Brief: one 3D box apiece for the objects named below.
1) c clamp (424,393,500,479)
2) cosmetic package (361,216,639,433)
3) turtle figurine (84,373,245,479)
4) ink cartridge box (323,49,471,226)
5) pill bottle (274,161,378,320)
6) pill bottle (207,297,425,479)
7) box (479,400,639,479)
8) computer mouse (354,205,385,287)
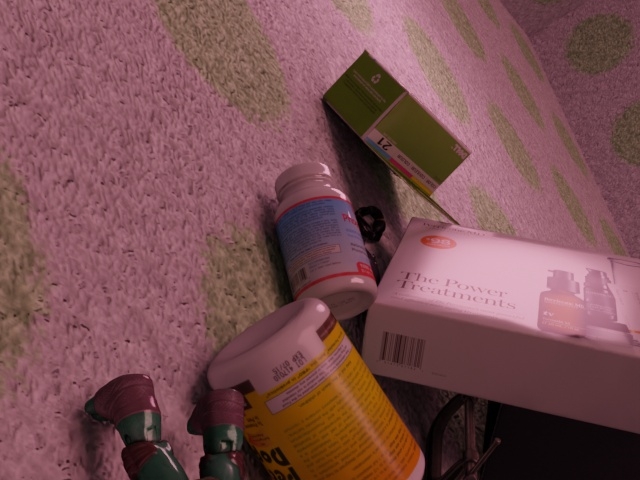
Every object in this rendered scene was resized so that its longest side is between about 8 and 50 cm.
[{"bbox_3d":[0.152,0.215,0.970,0.022,0.137,0.161,27,26,-9],"label":"c clamp"},{"bbox_3d":[0.262,0.090,1.060,0.284,0.377,0.098,-53,152,-66],"label":"cosmetic package"},{"bbox_3d":[-0.078,0.198,0.555,0.175,0.118,0.234,36,28,-43],"label":"turtle figurine"},{"bbox_3d":[0.142,-0.132,1.268,0.188,0.097,0.255,33,13,-46],"label":"ink cartridge box"},{"bbox_3d":[0.000,0.000,0.951,0.087,0.087,0.160,27,41,-52],"label":"pill bottle"},{"bbox_3d":[0.008,0.164,0.747,0.215,0.117,0.117,57,24,-8],"label":"pill bottle"},{"bbox_3d":[0.372,0.215,1.156,0.294,0.296,0.183,-62,162,-62],"label":"box"},{"bbox_3d":[0.063,0.011,1.124,0.071,0.041,0.242,52,24,-17],"label":"computer mouse"}]
